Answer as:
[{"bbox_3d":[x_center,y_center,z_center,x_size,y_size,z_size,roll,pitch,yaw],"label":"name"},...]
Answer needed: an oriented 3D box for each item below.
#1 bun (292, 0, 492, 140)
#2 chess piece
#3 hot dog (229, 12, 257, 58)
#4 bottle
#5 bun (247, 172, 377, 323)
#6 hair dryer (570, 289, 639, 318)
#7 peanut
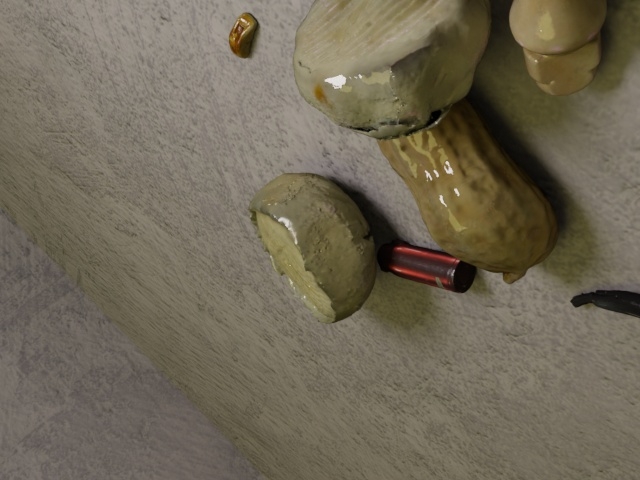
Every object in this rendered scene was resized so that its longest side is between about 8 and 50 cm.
[{"bbox_3d":[0.087,-0.214,0.941,0.239,0.239,0.141,16,157,43],"label":"bun"},{"bbox_3d":[0.203,-0.290,0.761,0.117,0.117,0.397,24,157,36],"label":"chess piece"},{"bbox_3d":[-0.125,-0.312,1.280,0.030,0.034,0.090,43,148,9],"label":"hot dog"},{"bbox_3d":[0.158,0.036,1.279,0.164,0.060,0.060,13,134,45],"label":"bottle"},{"bbox_3d":[0.000,0.000,1.345,0.259,0.152,0.259,51,167,16],"label":"bun"},{"bbox_3d":[0.408,0.103,1.043,0.196,0.075,0.219,54,161,-26],"label":"hair dryer"},{"bbox_3d":[0.180,-0.070,1.039,0.143,0.159,0.291,-36,95,22],"label":"peanut"}]
